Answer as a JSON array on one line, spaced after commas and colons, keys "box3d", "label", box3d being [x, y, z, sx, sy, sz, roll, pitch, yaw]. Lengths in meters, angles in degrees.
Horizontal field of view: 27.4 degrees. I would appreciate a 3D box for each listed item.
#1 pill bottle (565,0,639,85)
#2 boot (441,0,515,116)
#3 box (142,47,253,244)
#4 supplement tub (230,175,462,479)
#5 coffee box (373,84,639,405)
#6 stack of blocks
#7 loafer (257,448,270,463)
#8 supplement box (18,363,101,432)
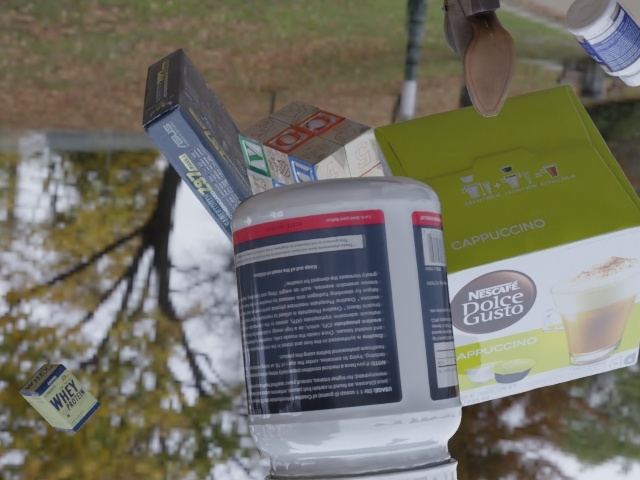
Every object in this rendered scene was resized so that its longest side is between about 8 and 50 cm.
[{"box3d": [0.347, -0.236, 1.548, 0.120, 0.067, 0.067, 39, 166, -33], "label": "pill bottle"}, {"box3d": [0.123, -0.159, 1.058, 0.042, 0.118, 0.087, 0, -175, -12], "label": "boot"}, {"box3d": [-0.135, -0.109, 1.664, 0.059, 0.233, 0.183, -31, -152, 11], "label": "box"}, {"box3d": [0.024, 0.089, 1.166, 0.191, 0.272, 0.191, -5, 174, -1], "label": "supplement tub"}, {"box3d": [0.293, 0.009, 2.082, 0.337, 0.334, 0.338, -14, -133, -6], "label": "coffee box"}, {"box3d": [0.000, 0.000, 1.455, 0.087, 0.297, 0.171, -35, -142, -28], "label": "stack of blocks"}, {"box3d": [-0.030, 0.249, 1.570, 0.050, 0.056, 0.148, -18, 159, 16], "label": "loafer"}, {"box3d": [-0.372, 0.224, 1.874, 0.056, 0.083, 0.083, -49, -161, -25], "label": "supplement box"}]
